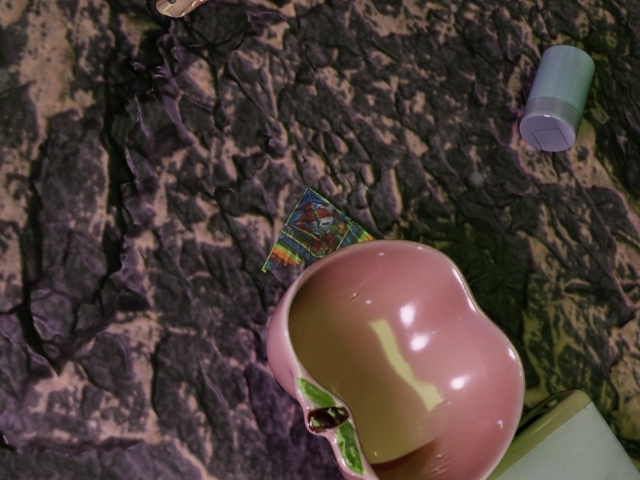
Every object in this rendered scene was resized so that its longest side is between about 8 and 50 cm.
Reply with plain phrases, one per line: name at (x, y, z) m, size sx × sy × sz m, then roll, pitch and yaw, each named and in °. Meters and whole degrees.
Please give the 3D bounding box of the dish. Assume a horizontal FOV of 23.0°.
dish at (0.043, 0.108, 1.194) m, size 0.213 × 0.090 × 0.213 m, roll 12°, pitch 64°, yaw -27°

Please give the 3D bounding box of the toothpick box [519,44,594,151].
toothpick box at (0.211, -0.127, 1.399) m, size 0.052 × 0.052 × 0.083 m, roll 30°, pitch 59°, yaw -15°

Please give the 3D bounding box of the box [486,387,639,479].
box at (0.166, 0.264, 1.225) m, size 0.270 × 0.045 × 0.211 m, roll -34°, pitch 89°, yaw -34°

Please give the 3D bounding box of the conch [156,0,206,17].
conch at (-0.024, -0.297, 1.327) m, size 0.330 × 0.093 × 0.109 m, roll -47°, pitch 115°, yaw -13°

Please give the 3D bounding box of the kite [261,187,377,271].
kite at (0.000, 0.000, 1.262) m, size 0.122 × 0.004 × 0.090 m, roll -13°, pitch 78°, yaw -32°
